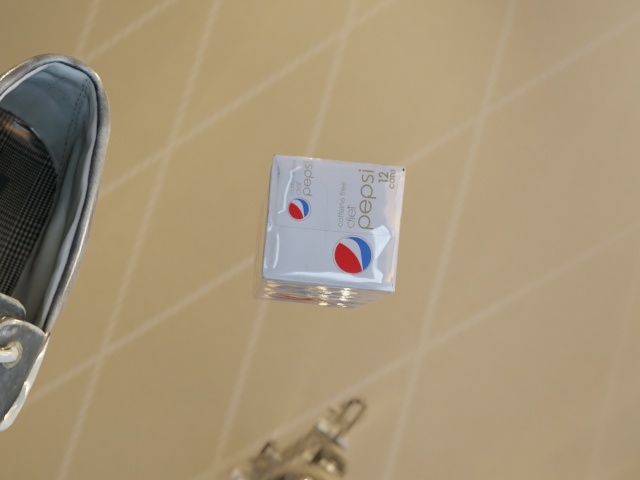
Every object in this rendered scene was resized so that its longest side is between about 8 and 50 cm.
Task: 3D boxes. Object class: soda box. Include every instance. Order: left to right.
[{"bbox_3d":[0.000,0.000,0.880,0.074,0.069,0.216,6,-6,-3],"label":"soda box"}]

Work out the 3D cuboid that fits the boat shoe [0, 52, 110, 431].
[{"bbox_3d":[-0.178,0.039,0.626,0.121,0.119,0.335,29,47,-20],"label":"boat shoe"}]
